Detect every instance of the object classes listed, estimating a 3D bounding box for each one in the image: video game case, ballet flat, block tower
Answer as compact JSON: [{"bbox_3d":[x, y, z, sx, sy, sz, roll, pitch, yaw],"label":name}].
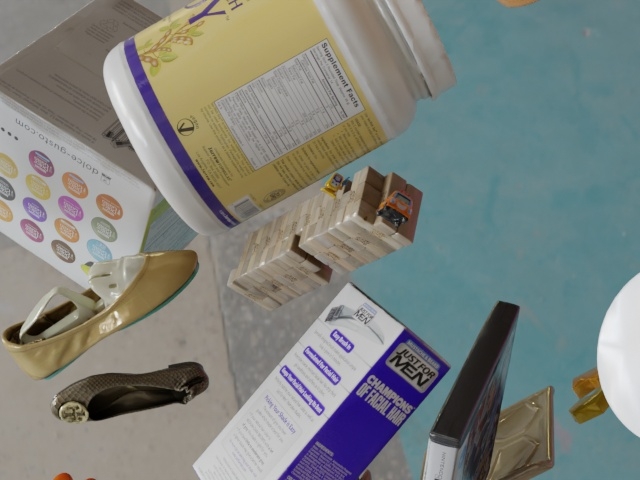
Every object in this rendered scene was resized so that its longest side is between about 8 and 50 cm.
[{"bbox_3d":[0.161,0.238,1.305,0.035,0.248,0.275,14,31,17],"label":"video game case"},{"bbox_3d":[-0.297,0.247,1.834,0.250,0.084,0.058,-10,45,-13],"label":"ballet flat"},{"bbox_3d":[0.000,0.000,1.693,0.091,0.335,0.097,33,52,-25],"label":"block tower"},{"bbox_3d":[-0.229,0.065,1.181,0.232,0.073,0.080,-34,28,17],"label":"ballet flat"}]

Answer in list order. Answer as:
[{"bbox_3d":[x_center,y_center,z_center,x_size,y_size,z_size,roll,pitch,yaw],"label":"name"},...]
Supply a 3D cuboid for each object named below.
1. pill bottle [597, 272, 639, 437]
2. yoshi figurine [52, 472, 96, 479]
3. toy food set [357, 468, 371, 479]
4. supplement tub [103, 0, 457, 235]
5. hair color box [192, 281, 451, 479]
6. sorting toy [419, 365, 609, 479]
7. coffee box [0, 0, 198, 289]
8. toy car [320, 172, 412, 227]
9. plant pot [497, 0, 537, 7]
[{"bbox_3d":[0.459,0.138,1.145,0.408,0.229,0.229,16,28,-41],"label":"pill bottle"},{"bbox_3d":[-0.480,0.510,1.851,0.362,0.203,0.203,-12,21,-6],"label":"yoshi figurine"},{"bbox_3d":[0.030,0.401,1.795,0.071,0.217,0.128,21,21,8],"label":"toy food set"},{"bbox_3d":[-0.042,-0.180,1.287,0.331,0.241,0.241,-29,45,5],"label":"supplement tub"},{"bbox_3d":[-0.003,0.236,1.549,0.339,0.110,0.185,-51,28,0],"label":"hair color box"},{"bbox_3d":[0.261,0.272,1.539,0.307,0.041,0.229,-32,9,21],"label":"sorting toy"},{"bbox_3d":[-0.349,-0.155,1.994,0.338,0.334,0.338,33,48,8],"label":"coffee box"},{"bbox_3d":[0.061,-0.059,1.429,0.122,0.060,0.040,28,75,11],"label":"toy car"},{"bbox_3d":[0.199,-0.365,1.124,0.291,0.203,0.291,-36,19,14],"label":"plant pot"}]
